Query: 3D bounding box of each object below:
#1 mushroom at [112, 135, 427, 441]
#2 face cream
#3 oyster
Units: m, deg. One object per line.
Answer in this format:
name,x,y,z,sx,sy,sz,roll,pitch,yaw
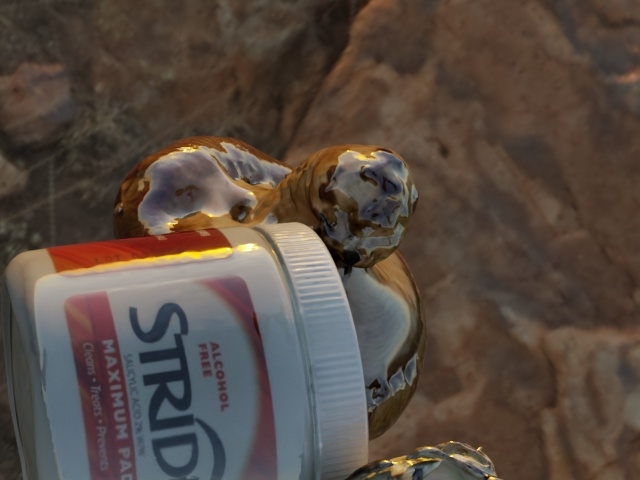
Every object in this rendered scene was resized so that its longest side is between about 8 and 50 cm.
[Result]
mushroom,-0.009,0.027,1.100,0.267,0.255,0.267,-14,90,-68
face cream,-0.089,0.096,0.870,0.187,0.201,0.201,-7,67,-16
oyster,0.048,0.168,0.839,0.163,0.191,0.081,41,31,-39
